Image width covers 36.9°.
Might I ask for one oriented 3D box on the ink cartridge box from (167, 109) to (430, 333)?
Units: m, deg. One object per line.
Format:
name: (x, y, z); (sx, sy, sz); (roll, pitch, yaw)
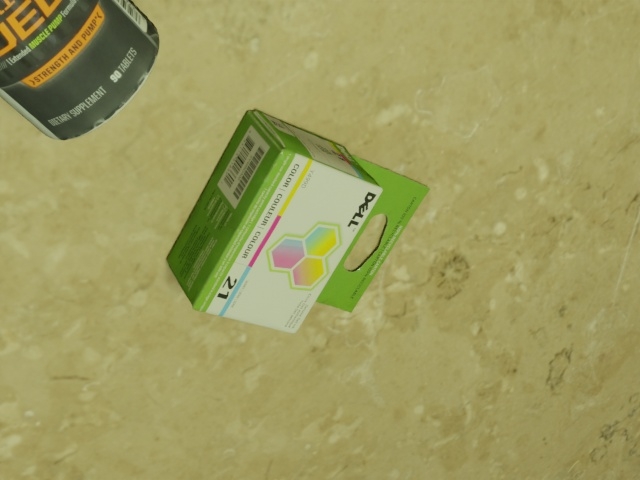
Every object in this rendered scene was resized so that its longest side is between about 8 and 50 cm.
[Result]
ink cartridge box: (0.000, 0.000, 1.007); (0.255, 0.097, 0.188); (18, 111, -35)

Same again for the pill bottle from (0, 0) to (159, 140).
pill bottle: (-0.245, -0.197, 0.719); (0.130, 0.130, 0.245); (-42, 130, 3)
